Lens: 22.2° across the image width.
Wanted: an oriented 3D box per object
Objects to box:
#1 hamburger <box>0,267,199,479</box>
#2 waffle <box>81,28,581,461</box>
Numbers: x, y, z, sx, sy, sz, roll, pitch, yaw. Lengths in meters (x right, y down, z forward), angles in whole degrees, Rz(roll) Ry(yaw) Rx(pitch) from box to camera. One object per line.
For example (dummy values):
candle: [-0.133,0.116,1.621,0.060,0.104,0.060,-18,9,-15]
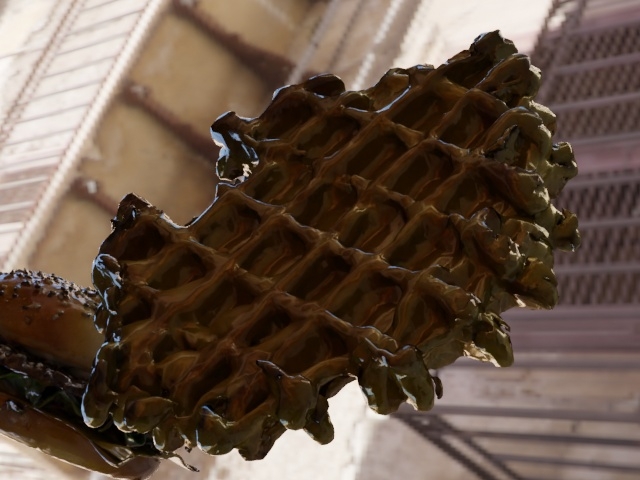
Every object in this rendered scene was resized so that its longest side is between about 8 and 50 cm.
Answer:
hamburger: [-0.137,0.072,0.908,0.164,0.189,0.093,22,-98,4]
waffle: [0.000,0.000,0.714,0.231,0.229,0.051,-87,-22,-52]
